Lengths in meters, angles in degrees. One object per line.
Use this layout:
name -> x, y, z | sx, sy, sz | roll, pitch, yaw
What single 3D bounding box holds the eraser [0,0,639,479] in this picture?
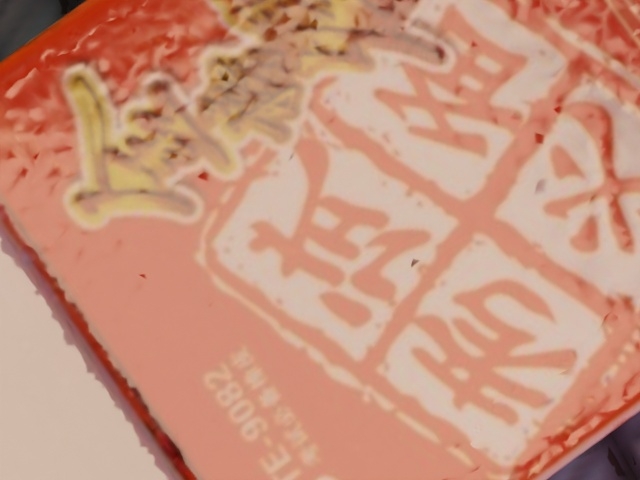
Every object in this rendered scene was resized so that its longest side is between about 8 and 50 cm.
eraser -> 0.000, 0.000, 0.482 | 0.230, 0.038, 0.157 | -36, 87, -5
